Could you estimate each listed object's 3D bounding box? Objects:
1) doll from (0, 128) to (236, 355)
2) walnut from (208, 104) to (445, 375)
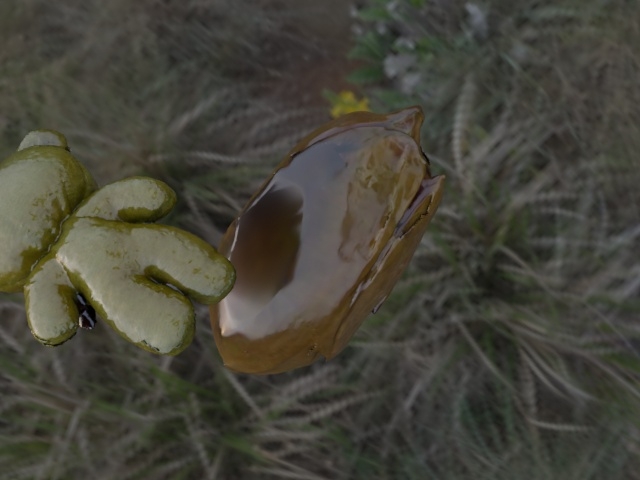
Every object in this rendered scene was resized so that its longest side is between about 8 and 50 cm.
[{"bbox_3d":[-0.154,0.014,1.165,0.209,0.097,0.137,30,79,25],"label":"doll"},{"bbox_3d":[0.000,0.000,1.252,0.137,0.137,0.245,39,107,30],"label":"walnut"}]
